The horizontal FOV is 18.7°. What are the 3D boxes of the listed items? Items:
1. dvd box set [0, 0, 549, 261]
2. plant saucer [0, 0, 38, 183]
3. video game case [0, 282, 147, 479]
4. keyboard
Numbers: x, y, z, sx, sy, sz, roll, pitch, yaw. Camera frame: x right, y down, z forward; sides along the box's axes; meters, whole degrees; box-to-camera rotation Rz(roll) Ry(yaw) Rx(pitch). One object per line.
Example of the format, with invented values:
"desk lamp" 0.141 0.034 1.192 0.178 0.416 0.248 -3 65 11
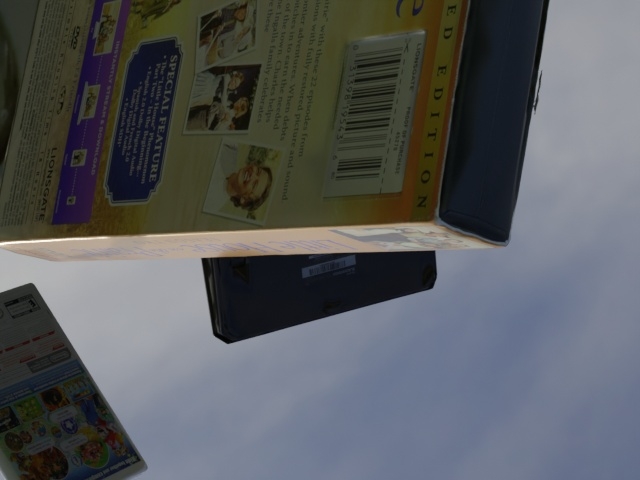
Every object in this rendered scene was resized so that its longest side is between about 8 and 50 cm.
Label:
"dvd box set" -0.035 -0.142 1.158 0.420 0.062 0.307 -3 -106 48
"plant saucer" -0.375 -0.156 1.460 0.100 0.400 0.400 -36 -171 48
"video game case" -0.151 0.084 1.022 0.011 0.122 0.087 -40 169 34
"keyboard" 0.000 0.000 1.351 0.180 0.108 0.023 -14 -161 -27
